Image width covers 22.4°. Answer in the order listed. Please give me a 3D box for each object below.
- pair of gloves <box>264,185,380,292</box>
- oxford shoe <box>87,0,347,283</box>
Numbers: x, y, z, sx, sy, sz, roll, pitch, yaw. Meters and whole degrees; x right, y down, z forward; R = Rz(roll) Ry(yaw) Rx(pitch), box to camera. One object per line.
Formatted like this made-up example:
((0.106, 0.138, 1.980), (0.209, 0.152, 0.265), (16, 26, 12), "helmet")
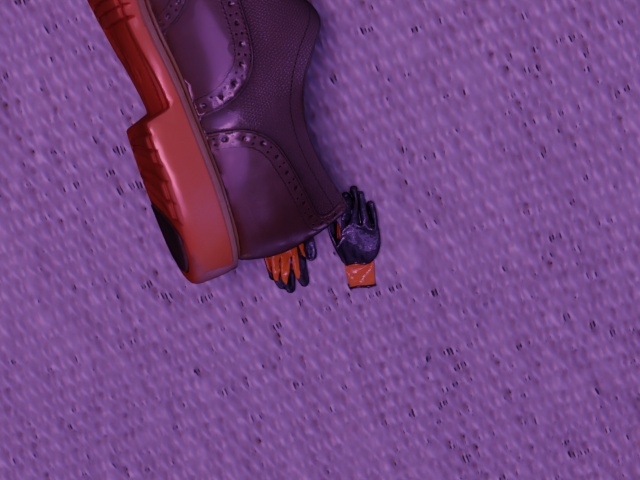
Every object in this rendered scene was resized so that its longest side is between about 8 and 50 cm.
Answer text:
((0.000, 0.000, 1.124), (0.083, 0.010, 0.074), (-4, 103, 6), "pair of gloves")
((-0.080, -0.162, 1.053), (0.133, 0.130, 0.363), (-18, 104, -13), "oxford shoe")
